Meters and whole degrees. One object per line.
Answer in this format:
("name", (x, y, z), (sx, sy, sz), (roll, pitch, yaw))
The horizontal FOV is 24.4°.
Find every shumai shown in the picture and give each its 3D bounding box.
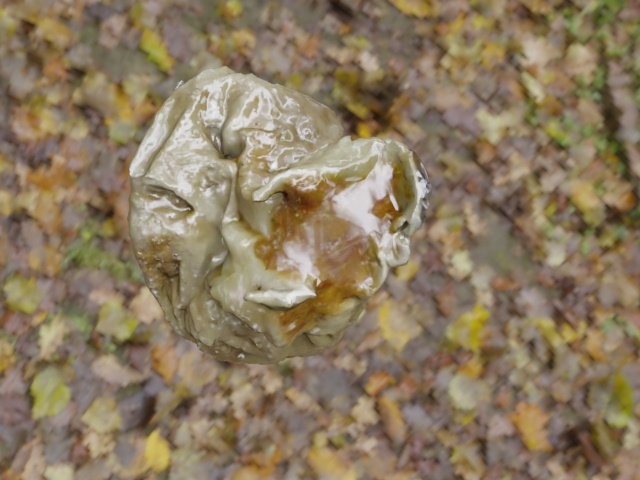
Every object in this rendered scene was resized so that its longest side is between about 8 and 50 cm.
("shumai", (0.000, 0.000, 1.381), (0.267, 0.262, 0.314), (-50, 132, -28))
